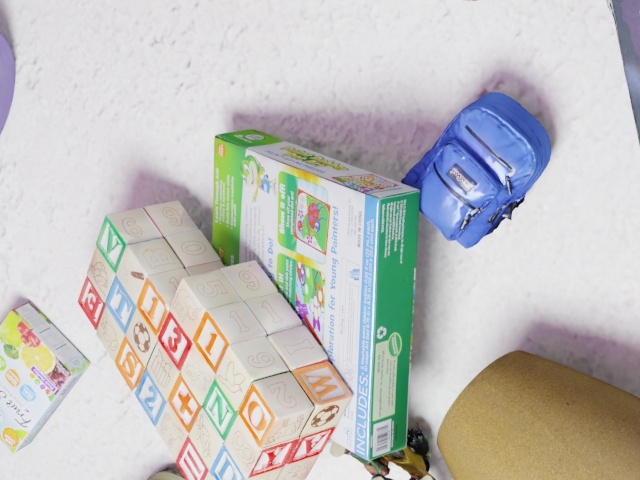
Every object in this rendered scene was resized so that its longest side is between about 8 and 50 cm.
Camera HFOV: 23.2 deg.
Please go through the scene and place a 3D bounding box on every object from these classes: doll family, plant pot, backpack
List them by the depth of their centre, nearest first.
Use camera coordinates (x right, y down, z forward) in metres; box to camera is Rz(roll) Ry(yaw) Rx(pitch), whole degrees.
[{"bbox_3d":[0.228,0.219,1.347,0.254,0.237,0.237,41,120,26],"label":"plant pot"},{"bbox_3d":[0.141,-0.061,1.363,0.098,0.101,0.120,42,119,2],"label":"backpack"},{"bbox_3d":[0.089,0.227,1.469,0.076,0.111,0.193,-45,49,4],"label":"doll family"}]

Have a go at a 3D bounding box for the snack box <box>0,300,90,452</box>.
[{"bbox_3d":[-0.327,0.151,1.707,0.100,0.037,0.141,45,120,10],"label":"snack box"}]

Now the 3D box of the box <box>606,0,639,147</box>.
[{"bbox_3d":[0.443,-0.107,1.126,0.395,0.212,0.293,-9,100,29],"label":"box"}]

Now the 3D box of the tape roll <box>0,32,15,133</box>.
[{"bbox_3d":[-0.396,-0.141,1.565,0.080,0.189,0.189,24,115,20],"label":"tape roll"}]

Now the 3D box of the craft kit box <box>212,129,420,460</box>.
[{"bbox_3d":[-0.012,0.044,1.447,0.247,0.061,0.250,22,117,45],"label":"craft kit box"}]

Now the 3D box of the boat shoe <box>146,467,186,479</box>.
[{"bbox_3d":[-0.209,0.394,1.673,0.123,0.120,0.324,25,115,19],"label":"boat shoe"}]

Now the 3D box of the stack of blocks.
[{"bbox_3d":[-0.109,0.099,1.472,0.297,0.087,0.171,53,137,29],"label":"stack of blocks"}]
